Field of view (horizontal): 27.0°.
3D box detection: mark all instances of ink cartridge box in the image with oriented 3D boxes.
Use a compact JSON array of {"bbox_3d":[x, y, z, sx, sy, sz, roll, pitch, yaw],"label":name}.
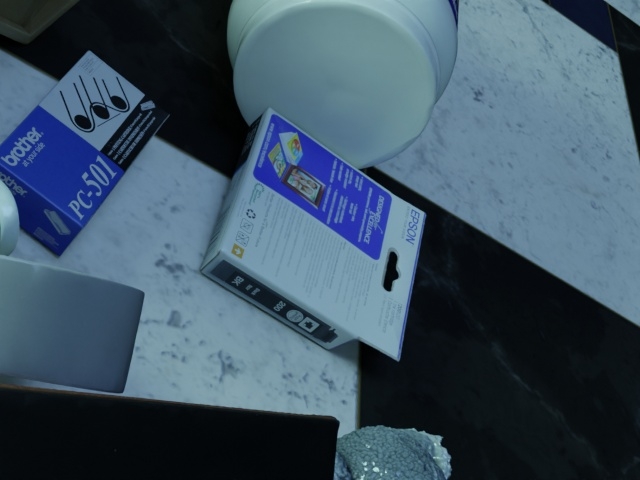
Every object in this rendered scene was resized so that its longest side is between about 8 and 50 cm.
[{"bbox_3d":[0.000,0.000,1.303,0.208,0.045,0.206,32,44,-18],"label":"ink cartridge box"},{"bbox_3d":[-0.216,-0.081,1.177,0.097,0.046,0.207,38,36,-10],"label":"ink cartridge box"}]

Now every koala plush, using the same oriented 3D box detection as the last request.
[{"bbox_3d":[0.071,0.234,1.054,0.196,0.203,0.221,6,39,-43],"label":"koala plush"}]

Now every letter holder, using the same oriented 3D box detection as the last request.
[{"bbox_3d":[-0.174,0.179,0.896,0.302,0.214,0.152,12,79,-40],"label":"letter holder"}]

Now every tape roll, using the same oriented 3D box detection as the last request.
[{"bbox_3d":[-0.231,0.047,0.884,0.219,0.219,0.072,15,81,-36],"label":"tape roll"}]

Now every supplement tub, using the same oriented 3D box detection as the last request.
[{"bbox_3d":[0.030,-0.255,1.436,0.241,0.241,0.331,32,37,-19],"label":"supplement tub"}]

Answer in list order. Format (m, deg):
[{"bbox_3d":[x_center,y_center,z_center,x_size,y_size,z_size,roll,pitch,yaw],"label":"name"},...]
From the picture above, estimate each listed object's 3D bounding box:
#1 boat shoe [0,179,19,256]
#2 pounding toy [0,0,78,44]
[{"bbox_3d":[-0.295,-0.021,0.961,0.083,0.065,0.183,-9,17,-43],"label":"boat shoe"},{"bbox_3d":[-0.299,-0.246,1.160,0.094,0.181,0.206,53,8,10],"label":"pounding toy"}]
